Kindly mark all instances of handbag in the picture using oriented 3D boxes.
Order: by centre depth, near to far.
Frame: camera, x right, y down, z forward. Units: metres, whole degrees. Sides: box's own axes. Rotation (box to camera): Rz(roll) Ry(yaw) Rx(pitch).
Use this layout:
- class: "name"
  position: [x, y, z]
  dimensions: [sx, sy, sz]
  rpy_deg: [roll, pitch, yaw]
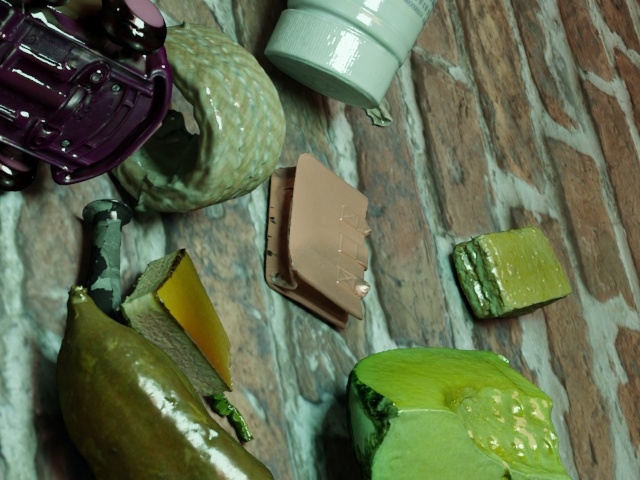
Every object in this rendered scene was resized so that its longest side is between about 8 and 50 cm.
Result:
- class: "handbag"
  position: [0.000, 0.000, 1.952]
  dimensions: [0.157, 0.059, 0.212]
  rpy_deg: [34, 43, -32]

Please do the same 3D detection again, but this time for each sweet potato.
- class: "sweet potato"
  position: [-0.167, 0.215, 1.487]
  dimensions: [0.369, 0.158, 0.158]
  rpy_deg: [48, 33, 1]

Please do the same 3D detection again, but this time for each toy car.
- class: "toy car"
  position: [-0.322, -0.225, 1.537]
  dimensions: [0.341, 0.271, 0.240]
  rpy_deg: [26, 32, -40]

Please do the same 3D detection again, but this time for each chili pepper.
- class: "chili pepper"
  position: [-0.105, 0.200, 1.690]
  dimensions: [0.083, 0.022, 0.027]
  rpy_deg: [54, 32, -15]

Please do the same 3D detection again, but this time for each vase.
- class: "vase"
  position: [-0.240, 0.033, 1.607]
  dimensions: [0.059, 0.059, 0.167]
  rpy_deg: [31, 42, -37]

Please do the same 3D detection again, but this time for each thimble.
- class: "thimble"
  position: [-0.163, -0.148, 1.724]
  dimensions: [0.148, 0.196, 0.229]
  rpy_deg: [-21, 83, -55]

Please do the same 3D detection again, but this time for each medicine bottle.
- class: "medicine bottle"
  position: [0.072, -0.365, 2.078]
  dimensions: [0.190, 0.190, 0.332]
  rpy_deg: [34, 81, -34]

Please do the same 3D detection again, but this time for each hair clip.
- class: "hair clip"
  position: [0.034, -0.258, 2.222]
  dimensions: [0.226, 0.034, 0.072]
  rpy_deg: [38, 38, -30]

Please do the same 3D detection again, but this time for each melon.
- class: "melon"
  position: [0.160, 0.255, 1.838]
  dimensions: [0.344, 0.226, 0.331]
  rpy_deg: [16, 63, -30]

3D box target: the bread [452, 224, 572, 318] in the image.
- class: "bread"
  position: [0.289, 0.052, 2.257]
  dimensions: [0.196, 0.102, 0.138]
  rpy_deg: [-9, 70, -52]

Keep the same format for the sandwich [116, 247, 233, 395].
- class: "sandwich"
  position: [-0.151, 0.107, 1.607]
  dimensions: [0.193, 0.058, 0.162]
  rpy_deg: [-71, 137, -76]
